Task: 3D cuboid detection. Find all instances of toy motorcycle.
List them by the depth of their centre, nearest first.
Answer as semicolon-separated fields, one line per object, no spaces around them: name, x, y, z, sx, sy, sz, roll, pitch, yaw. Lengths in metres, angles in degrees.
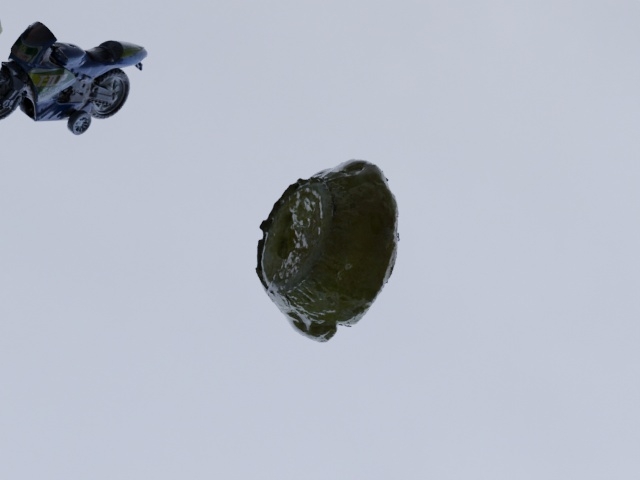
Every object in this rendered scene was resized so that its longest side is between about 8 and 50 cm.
toy motorcycle;-0.330;-0.215;1.912;0.092;0.136;0.254;37;-154;31

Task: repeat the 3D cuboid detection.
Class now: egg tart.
egg tart;0.000;0.000;1.488;0.078;0.197;0.197;20;-147;-34

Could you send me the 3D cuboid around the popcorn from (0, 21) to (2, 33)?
popcorn;-0.545;-0.286;1.918;0.293;0.293;0.237;-3;-160;-3
